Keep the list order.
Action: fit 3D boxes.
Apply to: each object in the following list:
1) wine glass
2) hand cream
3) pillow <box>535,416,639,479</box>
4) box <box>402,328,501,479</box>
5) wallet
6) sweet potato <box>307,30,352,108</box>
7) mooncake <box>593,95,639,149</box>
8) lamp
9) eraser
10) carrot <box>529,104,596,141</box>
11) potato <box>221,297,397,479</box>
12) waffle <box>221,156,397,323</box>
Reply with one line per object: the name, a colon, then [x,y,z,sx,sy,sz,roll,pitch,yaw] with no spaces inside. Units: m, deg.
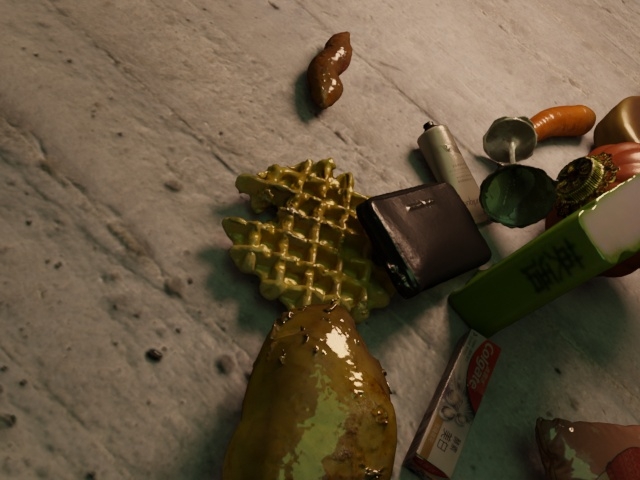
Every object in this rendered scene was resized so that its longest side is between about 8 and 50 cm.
wine glass: [0.312,-0.117,1.188,0.122,0.122,0.183,26,38,-8]
hand cream: [0.210,-0.108,1.185,0.087,0.054,0.186,-14,72,-38]
pillow: [0.372,0.330,0.915,0.223,0.084,0.236,9,56,-23]
box: [0.169,0.205,0.933,0.055,0.040,0.218,35,48,2]
wallet: [0.148,-0.010,1.033,0.250,0.044,0.149,-14,72,-51]
sweet potato: [0.015,-0.286,1.212,0.065,0.051,0.218,21,48,-8]
mooncake: [0.630,-0.150,1.385,0.234,0.117,0.235,12,54,-17]
lamp: [0.454,-0.047,1.150,0.196,0.223,0.223,34,46,-20]
eraser: [0.321,0.024,0.998,0.210,0.274,0.092,-25,78,-36]
carrot: [0.412,-0.207,1.360,0.271,0.066,0.062,-15,21,-32]
potato: [-0.006,0.201,0.778,0.172,0.140,0.300,19,53,-8]
waffle: [-0.001,0.001,0.986,0.261,0.056,0.250,-19,68,-41]
